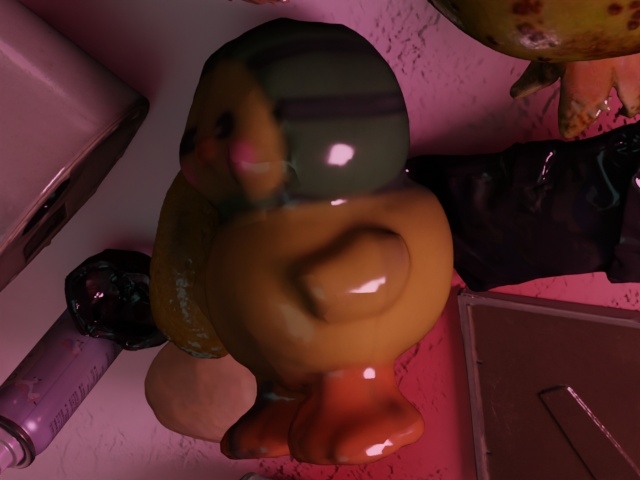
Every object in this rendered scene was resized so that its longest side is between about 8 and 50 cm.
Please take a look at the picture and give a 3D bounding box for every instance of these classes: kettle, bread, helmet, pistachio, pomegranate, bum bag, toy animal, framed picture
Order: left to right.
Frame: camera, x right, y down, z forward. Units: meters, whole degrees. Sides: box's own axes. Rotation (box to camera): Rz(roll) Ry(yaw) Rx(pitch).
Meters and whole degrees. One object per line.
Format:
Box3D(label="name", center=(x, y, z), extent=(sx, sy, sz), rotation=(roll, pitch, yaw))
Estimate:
Box3D(label="kettle", center=(-0.379, -0.132, 1.084), extent=(0.376, 0.250, 0.361), rotation=(40, 163, -4))
Box3D(label="helmet", center=(-0.189, 0.052, 1.215), extent=(0.123, 0.070, 0.098), rotation=(9, 121, 14))
Box3D(label="bread", center=(-0.077, 0.010, 1.059), extent=(0.149, 0.188, 0.065), rotation=(12, 170, 8))
Box3D(label="pistachio", center=(-0.081, 0.130, 1.193), extent=(0.200, 0.117, 0.145), rotation=(-4, 123, 39))
Box3D(label="toy animal", center=(0.002, -0.002, 0.951), extent=(0.216, 0.191, 0.338), rotation=(-11, 88, 57))
Box3D(label="pomegranate", center=(0.136, -0.195, 0.752), extent=(0.231, 0.231, 0.286), rotation=(27, 154, 6))
Box3D(label="bum bag", center=(0.179, -0.021, 0.951), extent=(0.310, 0.074, 0.137), rotation=(-6, 122, 49))
Box3D(label="framed picture", center=(0.223, 0.158, 1.117), extent=(0.189, 0.023, 0.260), rotation=(7, 129, 24))

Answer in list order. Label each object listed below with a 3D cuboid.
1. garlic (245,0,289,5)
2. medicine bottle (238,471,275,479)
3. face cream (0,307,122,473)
Box3D(label="garlic", center=(-0.087, -0.275, 0.796), extent=(0.160, 0.191, 0.214), rotation=(0, 163, 24))
Box3D(label="medicine bottle", center=(0.027, 0.339, 1.298), extent=(0.274, 0.133, 0.133), rotation=(19, 133, 15))
Box3D(label="face cream", center=(-0.269, 0.143, 1.222), extent=(0.075, 0.229, 0.075), rotation=(14, 131, 17))
